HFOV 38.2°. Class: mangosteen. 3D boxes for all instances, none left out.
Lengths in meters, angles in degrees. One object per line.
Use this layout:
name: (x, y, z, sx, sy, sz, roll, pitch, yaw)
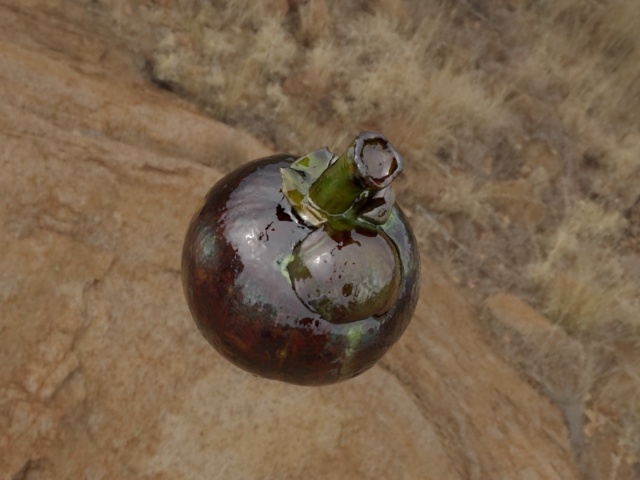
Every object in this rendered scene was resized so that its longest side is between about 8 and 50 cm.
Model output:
mangosteen: (0.000, 0.000, 0.837, 0.231, 0.289, 0.231, 18, 43, -17)
